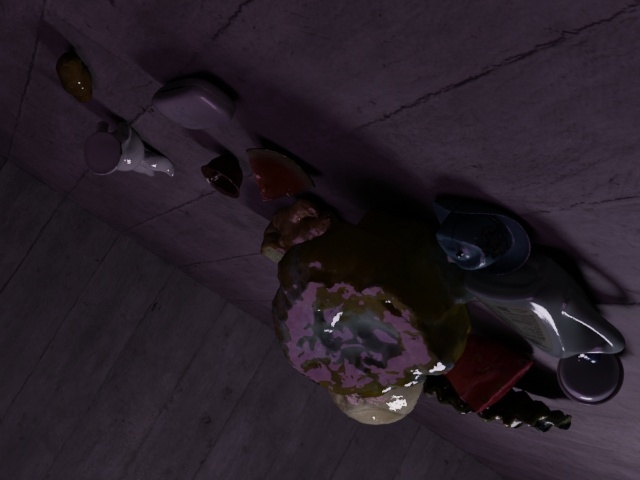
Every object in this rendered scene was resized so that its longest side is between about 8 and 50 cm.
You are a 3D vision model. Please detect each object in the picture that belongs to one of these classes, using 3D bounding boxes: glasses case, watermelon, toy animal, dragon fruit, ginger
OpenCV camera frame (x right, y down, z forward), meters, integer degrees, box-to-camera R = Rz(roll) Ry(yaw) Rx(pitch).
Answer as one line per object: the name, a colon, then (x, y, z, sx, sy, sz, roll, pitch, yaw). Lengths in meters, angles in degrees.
glasses case: (-0.221, -0.235, 1.662, 0.092, 0.059, 0.233, 39, 163, -27)
watermelon: (-0.074, -0.108, 1.739, 0.135, 0.094, 0.125, 19, 155, 26)
toy animal: (-0.434, -0.207, 2.211, 0.103, 0.131, 0.221, -14, 174, 25)
dragon fruit: (0.367, 0.274, 2.079, 0.189, 0.163, 0.261, -22, 169, 21)
ginger: (0.000, 0.000, 1.951, 0.157, 0.102, 0.216, -27, 120, 37)

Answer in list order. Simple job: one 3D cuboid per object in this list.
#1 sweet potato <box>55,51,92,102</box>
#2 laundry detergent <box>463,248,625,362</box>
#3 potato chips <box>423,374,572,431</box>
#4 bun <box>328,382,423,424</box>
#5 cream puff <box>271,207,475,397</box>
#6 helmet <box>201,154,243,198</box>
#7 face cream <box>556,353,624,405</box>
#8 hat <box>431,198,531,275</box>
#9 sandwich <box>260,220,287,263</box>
sweet potato: (-0.490, -0.321, 1.931, 0.067, 0.067, 0.274, 31, 169, -1)
laundry detergent: (0.382, 0.122, 1.560, 0.280, 0.105, 0.215, 39, 166, -27)
potato chips: (0.419, 0.373, 2.287, 0.358, 0.070, 0.429, 18, -175, 18)
bun: (0.115, 0.205, 2.008, 0.227, 0.352, 0.349, 20, 129, -2)
cream puff: (0.100, 0.097, 1.710, 0.378, 0.275, 0.378, 7, 129, 9)
helmet: (-0.190, -0.139, 1.951, 0.089, 0.057, 0.111, 23, 160, 17)
face cream: (0.490, 0.243, 1.749, 0.117, 0.117, 0.104, 25, 173, 23)
hat: (0.228, 0.001, 1.482, 0.191, 0.078, 0.138, 7, 134, 56)
sandwich: (0.000, 0.051, 2.144, 0.288, 0.100, 0.254, 32, 167, -4)
